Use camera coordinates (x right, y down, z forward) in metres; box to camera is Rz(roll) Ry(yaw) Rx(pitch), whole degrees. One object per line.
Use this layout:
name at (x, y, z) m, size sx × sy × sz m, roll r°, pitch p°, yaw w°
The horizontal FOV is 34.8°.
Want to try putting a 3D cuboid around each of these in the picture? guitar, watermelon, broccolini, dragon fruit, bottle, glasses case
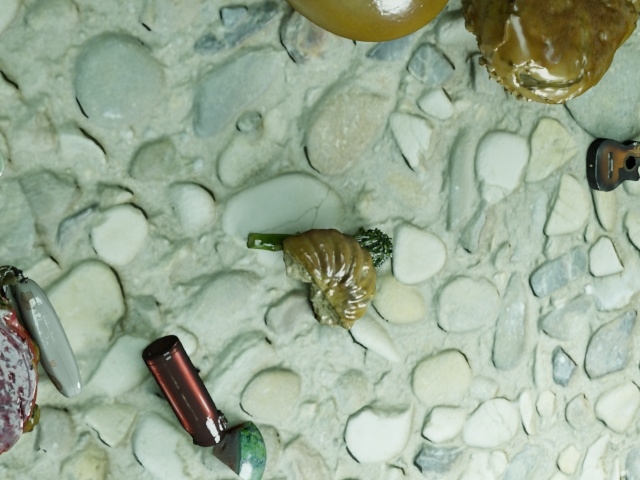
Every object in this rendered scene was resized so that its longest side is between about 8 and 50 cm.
guitar at (0.545, -0.137, 1.729) m, size 0.233 × 0.025 × 0.088 m, roll -10°, pitch 104°, yaw -27°
watermelon at (-0.112, 0.308, 1.443) m, size 0.072 × 0.092 × 0.084 m, roll -30°, pitch 108°, yaw 22°
broccolini at (0.001, -0.001, 1.459) m, size 0.216 × 0.067 × 0.058 m, roll 8°, pitch 93°, yaw -20°
dragon fruit at (-0.427, 0.155, 1.218) m, size 0.211 × 0.147 × 0.282 m, roll 27°, pitch 85°, yaw -20°
bottle at (-0.181, 0.209, 1.394) m, size 0.060 × 0.060 × 0.164 m, roll -33°, pitch 113°, yaw -19°
glasses case at (-0.343, 0.124, 1.289) m, size 0.041 × 0.063 × 0.164 m, roll -27°, pitch 112°, yaw -24°

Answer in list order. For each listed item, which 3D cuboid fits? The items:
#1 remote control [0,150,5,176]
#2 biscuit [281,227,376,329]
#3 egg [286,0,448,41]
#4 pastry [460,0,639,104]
remote control at (-0.464, -0.197, 1.179) m, size 0.090 × 0.038 × 0.310 m, roll -28°, pitch 111°, yaw -21°
biscuit at (0.021, 0.054, 1.430) m, size 0.118 × 0.061 × 0.183 m, roll -27°, pitch 126°, yaw 5°
egg at (0.043, -0.414, 1.264) m, size 0.282 × 0.282 × 0.351 m, roll -39°, pitch 116°, yaw -16°
pastry at (0.329, -0.344, 1.499) m, size 0.311 × 0.162 × 0.255 m, roll -47°, pitch 109°, yaw -21°
